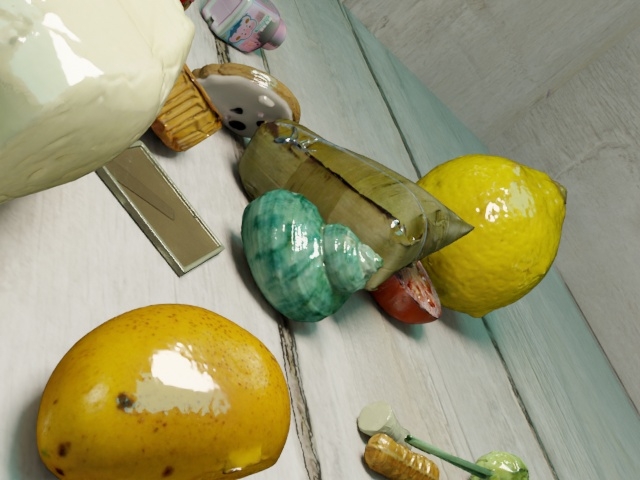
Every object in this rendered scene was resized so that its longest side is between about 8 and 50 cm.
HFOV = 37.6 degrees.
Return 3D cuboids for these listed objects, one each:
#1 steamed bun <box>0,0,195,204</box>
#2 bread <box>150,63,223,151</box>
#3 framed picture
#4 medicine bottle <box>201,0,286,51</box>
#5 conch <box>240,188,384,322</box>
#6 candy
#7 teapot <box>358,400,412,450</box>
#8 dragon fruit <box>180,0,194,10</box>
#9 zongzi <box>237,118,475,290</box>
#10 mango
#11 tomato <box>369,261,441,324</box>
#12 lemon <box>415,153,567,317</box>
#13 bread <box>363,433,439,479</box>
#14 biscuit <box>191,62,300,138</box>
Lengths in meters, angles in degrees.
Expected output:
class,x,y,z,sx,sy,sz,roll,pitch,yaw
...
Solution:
class,x,y,z,sx,sy,sz,roll,pitch,yaw
steamed bun,-0.339,-0.220,0.952,0.371,0.290,0.456,54,21,-8
bread,-0.238,-0.230,1.429,0.199,0.104,0.199,57,-1,1
framed picture,-0.224,-0.049,1.304,0.203,0.015,0.150,52,19,-1
medicine bottle,-0.158,-0.487,2.079,0.188,0.119,0.094,17,35,-58
conch,-0.013,0.028,1.407,0.202,0.196,0.134,-1,15,-12
candy,0.226,0.349,1.471,0.093,0.092,0.335,10,-16,42
teapot,0.098,0.279,1.389,0.083,0.057,0.067,50,6,-28
dragon fruit,-0.314,-0.467,1.574,0.211,0.282,0.147,50,55,1
zongzi,0.066,-0.086,1.673,0.356,0.174,0.393,40,28,19
mango,-0.151,0.155,0.910,0.290,0.160,0.191,-2,61,-55
tomato,0.143,0.074,1.804,0.225,0.085,0.225,48,17,-20
lemon,0.346,-0.022,2.012,0.350,0.387,0.350,62,3,-5
bread,0.118,0.323,1.352,0.157,0.052,0.044,36,-8,-39
biscuit,-0.130,-0.236,1.658,0.208,0.181,0.049,41,56,-42
